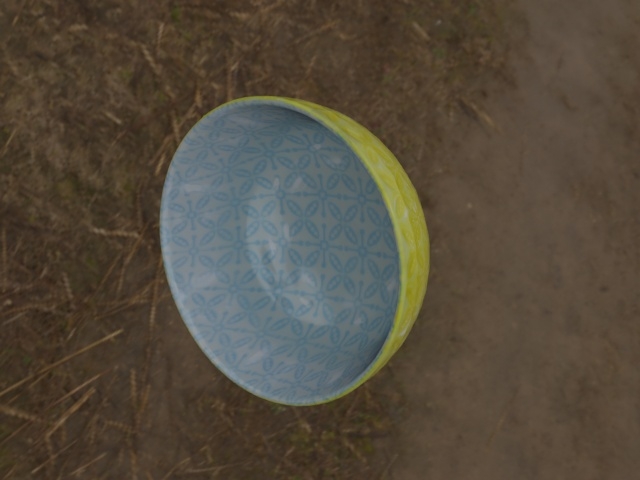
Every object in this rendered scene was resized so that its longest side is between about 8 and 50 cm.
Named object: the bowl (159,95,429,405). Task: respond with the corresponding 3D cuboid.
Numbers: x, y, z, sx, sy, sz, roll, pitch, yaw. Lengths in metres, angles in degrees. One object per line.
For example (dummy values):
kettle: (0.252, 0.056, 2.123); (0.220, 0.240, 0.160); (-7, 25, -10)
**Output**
bowl: (0.000, 0.000, 0.958); (0.156, 0.289, 0.289); (-16, 75, -50)
